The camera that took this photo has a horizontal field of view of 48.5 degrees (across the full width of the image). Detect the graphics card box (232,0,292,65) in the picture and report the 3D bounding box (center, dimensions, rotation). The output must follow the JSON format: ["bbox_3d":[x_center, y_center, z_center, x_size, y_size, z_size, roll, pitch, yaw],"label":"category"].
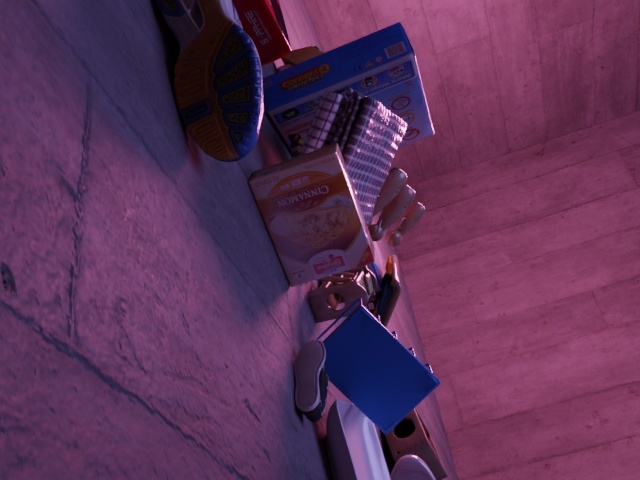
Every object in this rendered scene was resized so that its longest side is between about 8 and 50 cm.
[{"bbox_3d":[-0.162,-0.548,1.349,0.233,0.094,0.371,50,23,-66],"label":"graphics card box"}]

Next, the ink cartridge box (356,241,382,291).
[{"bbox_3d":[0.094,0.033,1.766,0.203,0.086,0.148,-76,147,-72],"label":"ink cartridge box"}]

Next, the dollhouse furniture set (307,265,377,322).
[{"bbox_3d":[0.037,0.037,1.293,0.182,0.101,0.161,-45,119,-72],"label":"dollhouse furniture set"}]

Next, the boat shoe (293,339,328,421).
[{"bbox_3d":[-0.009,0.192,0.982,0.125,0.046,0.038,-91,161,-52],"label":"boat shoe"}]

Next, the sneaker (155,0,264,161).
[{"bbox_3d":[-0.124,-0.229,0.904,0.131,0.112,0.296,44,30,-72],"label":"sneaker"}]

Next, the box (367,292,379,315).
[{"bbox_3d":[0.161,0.177,2.002,0.083,0.052,0.062,52,22,-61],"label":"box"}]

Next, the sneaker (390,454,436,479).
[{"bbox_3d":[0.185,0.510,1.378,0.147,0.104,0.295,-88,164,-69],"label":"sneaker"}]

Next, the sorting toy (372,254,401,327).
[{"bbox_3d":[0.149,0.152,1.765,0.307,0.041,0.229,-76,-178,-73],"label":"sorting toy"}]

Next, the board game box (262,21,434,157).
[{"bbox_3d":[0.066,-0.278,1.504,0.302,0.308,0.086,55,16,-63],"label":"board game box"}]

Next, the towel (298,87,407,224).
[{"bbox_3d":[0.059,-0.146,1.325,0.235,0.121,0.284,-67,164,7],"label":"towel"}]

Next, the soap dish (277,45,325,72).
[{"bbox_3d":[0.033,-0.324,1.741,0.229,0.118,0.291,40,-12,40],"label":"soap dish"}]

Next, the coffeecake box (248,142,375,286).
[{"bbox_3d":[-0.010,-0.038,1.112,0.068,0.142,0.185,-81,151,-69],"label":"coffeecake box"}]

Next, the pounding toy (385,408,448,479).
[{"bbox_3d":[0.176,0.407,1.559,0.181,0.094,0.206,60,5,-32],"label":"pounding toy"}]

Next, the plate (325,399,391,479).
[{"bbox_3d":[0.071,0.388,1.087,0.278,0.045,0.277,44,28,-70],"label":"plate"}]

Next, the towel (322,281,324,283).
[{"bbox_3d":[0.000,0.000,1.458,0.144,0.029,0.197,16,57,-78],"label":"towel"}]

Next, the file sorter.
[{"bbox_3d":[0.083,0.190,1.123,0.170,0.118,0.104,44,8,-3],"label":"file sorter"}]

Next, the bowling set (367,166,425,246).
[{"bbox_3d":[0.114,-0.098,1.679,0.200,0.154,0.287,37,-3,29],"label":"bowling set"}]
